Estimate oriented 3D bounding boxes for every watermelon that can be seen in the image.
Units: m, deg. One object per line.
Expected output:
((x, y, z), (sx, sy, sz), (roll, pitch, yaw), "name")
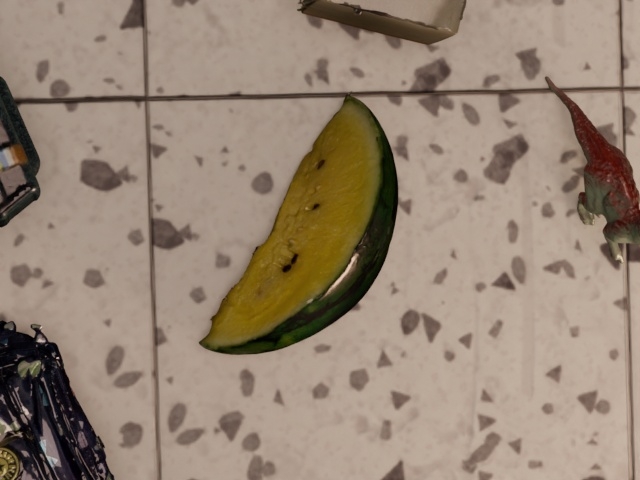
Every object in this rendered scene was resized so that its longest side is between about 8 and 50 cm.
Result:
((0.000, 0.000, 1.813), (0.129, 0.123, 0.301), (27, 84, 14), "watermelon")

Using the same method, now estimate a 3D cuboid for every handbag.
((-0.296, 0.213, 1.759), (0.162, 0.113, 0.260), (-23, 86, -14), "handbag")

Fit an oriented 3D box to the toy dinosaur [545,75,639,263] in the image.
((0.288, -0.072, 1.824), (0.053, 0.167, 0.242), (-19, 79, -5), "toy dinosaur")

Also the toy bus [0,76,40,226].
((-0.404, -0.142, 1.715), (0.194, 0.162, 0.323), (-24, 92, -10), "toy bus")

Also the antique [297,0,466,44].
((0.065, -0.282, 1.788), (0.152, 0.148, 0.146), (13, 89, -9), "antique")
